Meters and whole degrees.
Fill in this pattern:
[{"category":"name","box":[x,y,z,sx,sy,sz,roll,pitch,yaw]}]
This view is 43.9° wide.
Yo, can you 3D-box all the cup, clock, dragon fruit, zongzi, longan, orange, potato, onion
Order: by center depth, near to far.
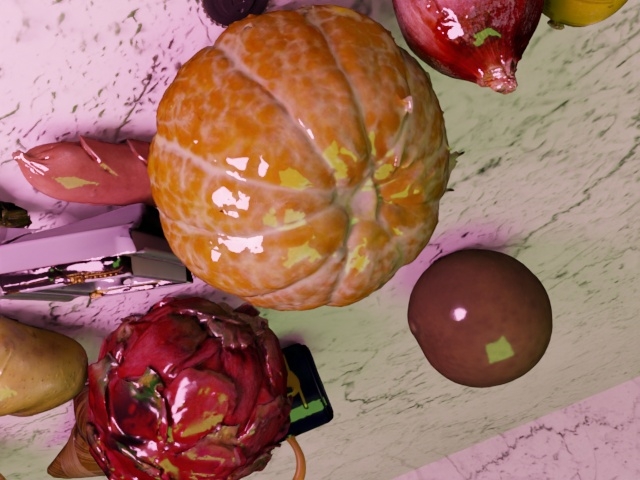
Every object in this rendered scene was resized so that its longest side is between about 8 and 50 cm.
[{"category":"clock","box":[-0.084,-0.245,0.799,0.074,0.010,0.083,-20,149,-3]},{"category":"onion","box":[0.156,-0.227,0.800,0.160,0.194,0.159,-9,154,-4]},{"category":"orange","box":[-0.016,-0.079,0.836,0.329,0.249,0.329,-13,115,-29]},{"category":"clock","box":[-0.263,0.019,0.952,0.187,0.083,0.253,-9,173,7]},{"category":"potato","box":[-0.444,0.179,1.126,0.169,0.143,0.248,5,173,36]},{"category":"dragon fruit","box":[-0.201,0.242,1.201,0.329,0.329,0.329,-16,149,-10]},{"category":"longan","box":[0.280,0.136,1.411,0.258,0.258,0.258,-16,149,-10]},{"category":"zongzi","box":[-0.422,0.347,1.430,0.289,0.134,0.286,-17,144,7]},{"category":"cup","box":[-0.102,0.350,1.508,0.256,0.254,0.178,-21,-178,-3]}]

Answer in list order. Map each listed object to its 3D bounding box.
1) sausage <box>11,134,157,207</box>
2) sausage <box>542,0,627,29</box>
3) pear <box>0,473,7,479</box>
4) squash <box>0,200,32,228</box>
[{"category":"sausage","box":[-0.150,-0.075,0.958,0.433,0.087,0.088,2,142,-34]},{"category":"sausage","box":[0.290,-0.346,0.763,0.123,0.123,0.347,-12,149,-15]},{"category":"pear","box":[-0.674,0.498,1.300,0.349,0.348,0.348,-16,149,-10]},{"category":"squash","box":[-0.428,-0.061,0.814,0.080,0.071,0.318,-34,149,5]}]
